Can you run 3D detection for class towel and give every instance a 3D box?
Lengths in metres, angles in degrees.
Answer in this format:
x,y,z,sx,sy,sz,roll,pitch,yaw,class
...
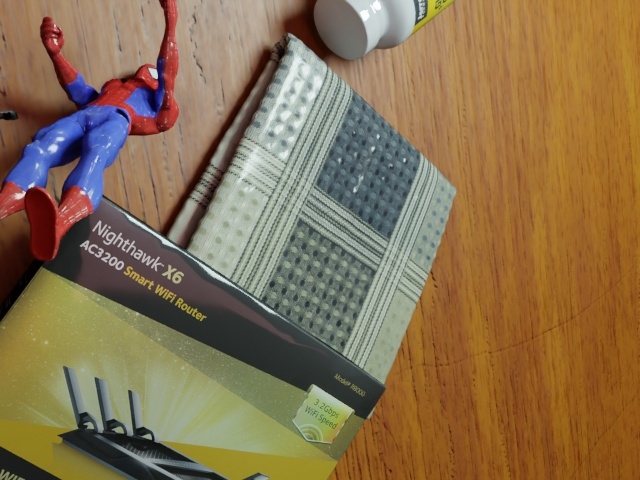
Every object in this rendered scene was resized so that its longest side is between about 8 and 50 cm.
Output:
x,y,z,sx,sy,sz,roll,pitch,yaw,class
0.000,0.000,0.739,0.312,0.056,0.324,35,70,-35,towel

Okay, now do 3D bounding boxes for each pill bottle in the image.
x,y,z,sx,sy,sz,roll,pitch,yaw,class
0.080,-0.274,0.740,0.184,0.103,0.103,-43,116,-26,pill bottle

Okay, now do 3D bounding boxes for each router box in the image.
x,y,z,sx,sy,sz,roll,pitch,yaw,class
-0.132,0.141,0.570,0.309,0.081,0.243,36,84,-23,router box

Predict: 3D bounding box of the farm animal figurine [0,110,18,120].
x,y,z,sx,sy,sz,roll,pitch,yaw,class
-0.378,-0.145,0.362,0.327,0.172,0.330,-34,138,-31,farm animal figurine

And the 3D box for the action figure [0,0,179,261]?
x,y,z,sx,sy,sz,roll,pitch,yaw,class
-0.170,-0.112,0.496,0.092,0.280,0.139,5,118,5,action figure
